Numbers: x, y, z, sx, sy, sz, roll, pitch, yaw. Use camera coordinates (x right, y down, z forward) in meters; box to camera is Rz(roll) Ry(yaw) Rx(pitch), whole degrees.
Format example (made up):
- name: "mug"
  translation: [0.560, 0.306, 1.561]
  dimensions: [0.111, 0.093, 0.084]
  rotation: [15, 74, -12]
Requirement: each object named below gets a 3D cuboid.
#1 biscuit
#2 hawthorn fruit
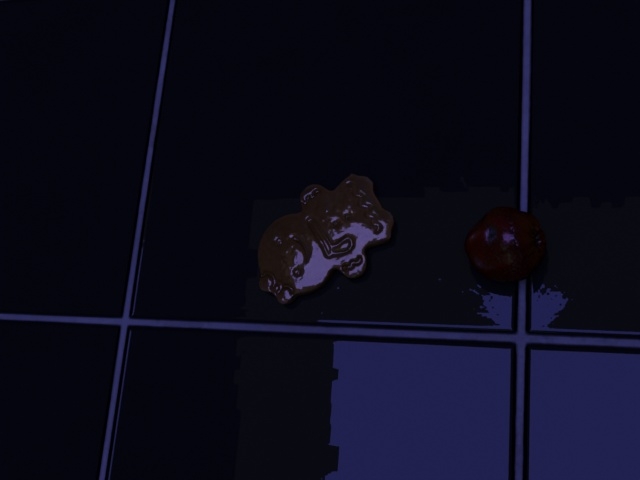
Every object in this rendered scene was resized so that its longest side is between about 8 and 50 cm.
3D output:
- name: "biscuit"
  translation: [0.000, -0.006, 0.977]
  dimensions: [0.183, 0.027, 0.134]
  rotation: [-21, 71, 9]
- name: "hawthorn fruit"
  translation: [0.205, 0.006, 0.892]
  dimensions: [0.093, 0.093, 0.093]
  rotation: [-4, 73, 15]
